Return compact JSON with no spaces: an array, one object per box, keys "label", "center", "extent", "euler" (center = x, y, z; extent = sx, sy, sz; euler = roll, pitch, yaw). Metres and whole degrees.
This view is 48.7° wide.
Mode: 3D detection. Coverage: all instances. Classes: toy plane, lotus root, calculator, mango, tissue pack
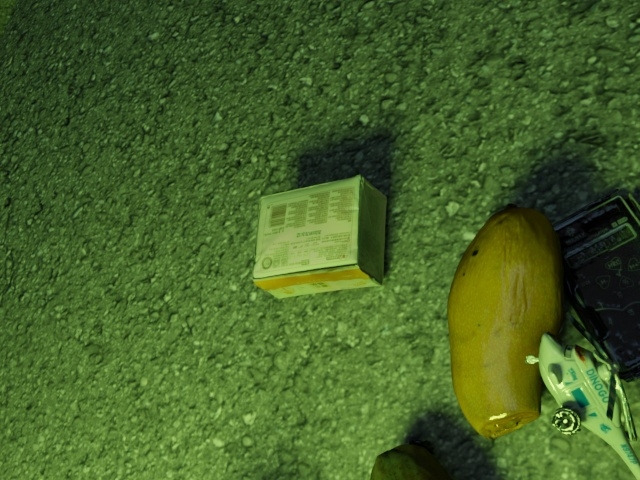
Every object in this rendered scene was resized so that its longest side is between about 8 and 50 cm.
[{"label":"toy plane","center":[0.381,0.240,0.944],"extent":[0.107,0.273,0.182],"euler":[-32,11,27]},{"label":"lotus root","center":[0.159,0.408,1.031],"extent":[0.124,0.123,0.241],"euler":[-49,50,16]},{"label":"calculator","center":[0.452,0.061,1.059],"extent":[0.165,0.028,0.274],"euler":[-32,55,16]},{"label":"mango","center":[0.275,0.116,1.071],"extent":[0.187,0.144,0.359],"euler":[2,74,53]},{"label":"tissue pack","center":[0.000,0.000,1.312],"extent":[0.225,0.124,0.185],"euler":[-9,65,29]}]
